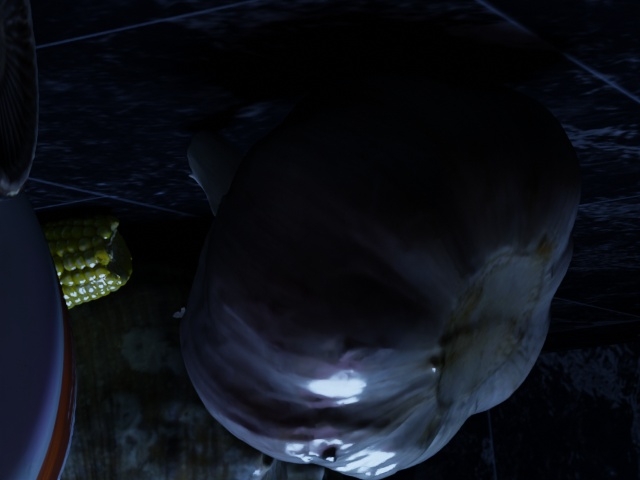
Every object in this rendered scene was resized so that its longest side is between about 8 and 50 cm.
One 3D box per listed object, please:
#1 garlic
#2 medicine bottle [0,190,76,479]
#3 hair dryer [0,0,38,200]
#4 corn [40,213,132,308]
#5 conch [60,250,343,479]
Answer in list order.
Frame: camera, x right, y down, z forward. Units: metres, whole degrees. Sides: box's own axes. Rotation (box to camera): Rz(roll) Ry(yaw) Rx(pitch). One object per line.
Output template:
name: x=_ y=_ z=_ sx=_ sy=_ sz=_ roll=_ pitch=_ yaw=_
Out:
garlic: x=0.000 y=0.000 z=0.944 sx=0.212 sy=0.218 sz=0.219 roll=30 pitch=-166 yaw=33
medicine bottle: x=-0.228 y=0.053 z=0.794 sx=0.253 sy=0.252 sz=0.241 roll=-5 pitch=172 yaw=-5
hair dryer: x=-0.200 y=-0.049 z=0.465 sx=0.189 sy=0.106 sz=0.344 roll=-5 pitch=-178 yaw=6
corn: x=-0.216 y=0.026 z=1.262 sx=0.206 sy=0.067 sz=0.067 roll=-13 pitch=170 yaw=23
conch: x=-0.129 y=0.098 z=1.377 sx=0.352 sy=0.210 sz=0.297 roll=37 pitch=-172 yaw=-9
